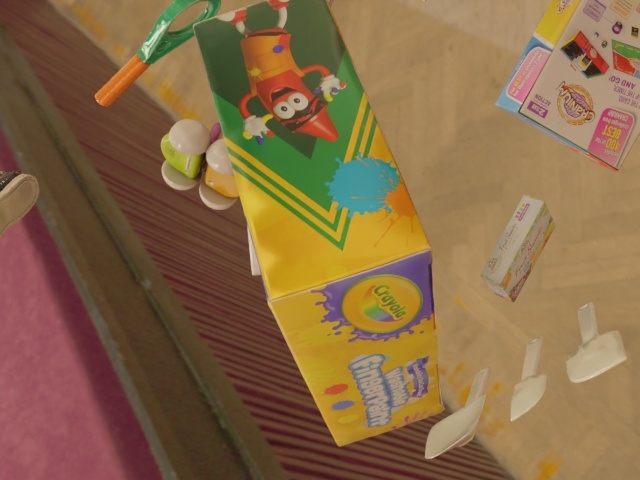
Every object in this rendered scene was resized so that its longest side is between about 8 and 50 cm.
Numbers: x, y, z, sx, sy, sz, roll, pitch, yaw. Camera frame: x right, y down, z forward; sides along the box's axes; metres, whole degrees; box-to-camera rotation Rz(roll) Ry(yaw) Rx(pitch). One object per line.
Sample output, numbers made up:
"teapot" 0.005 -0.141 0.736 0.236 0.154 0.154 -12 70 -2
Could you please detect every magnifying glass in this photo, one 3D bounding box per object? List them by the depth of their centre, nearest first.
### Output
"magnifying glass" -0.229 -0.269 1.090 0.231 0.092 0.026 -37 85 18

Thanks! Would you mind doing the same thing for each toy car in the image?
"toy car" -0.203 -0.160 1.454 0.136 0.182 0.159 -62 -2 -37

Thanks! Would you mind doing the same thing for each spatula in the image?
"spatula" 0.174 0.110 0.664 0.168 0.242 0.019 -37 85 17

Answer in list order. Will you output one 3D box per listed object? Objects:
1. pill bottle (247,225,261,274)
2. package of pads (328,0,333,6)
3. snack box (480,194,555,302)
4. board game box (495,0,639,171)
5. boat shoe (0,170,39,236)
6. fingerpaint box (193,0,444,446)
"pill bottle" 0.000 0.000 1.739 0.319 0.176 0.176 -5 57 -5
"package of pads" 0.013 -0.538 1.719 0.032 0.050 0.083 31 119 6
"snack box" 0.300 0.013 1.177 0.037 0.100 0.141 25 83 34
"board game box" 0.451 -0.299 1.222 0.316 0.242 0.064 -62 28 10
"boat shoe" -0.582 -0.038 1.301 0.079 0.095 0.254 15 47 19
"fingerpaint box" 0.009 -0.004 0.947 0.163 0.445 0.371 -18 59 -1
